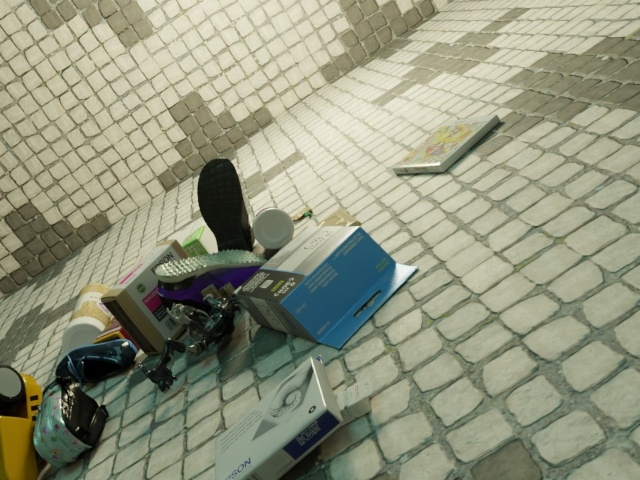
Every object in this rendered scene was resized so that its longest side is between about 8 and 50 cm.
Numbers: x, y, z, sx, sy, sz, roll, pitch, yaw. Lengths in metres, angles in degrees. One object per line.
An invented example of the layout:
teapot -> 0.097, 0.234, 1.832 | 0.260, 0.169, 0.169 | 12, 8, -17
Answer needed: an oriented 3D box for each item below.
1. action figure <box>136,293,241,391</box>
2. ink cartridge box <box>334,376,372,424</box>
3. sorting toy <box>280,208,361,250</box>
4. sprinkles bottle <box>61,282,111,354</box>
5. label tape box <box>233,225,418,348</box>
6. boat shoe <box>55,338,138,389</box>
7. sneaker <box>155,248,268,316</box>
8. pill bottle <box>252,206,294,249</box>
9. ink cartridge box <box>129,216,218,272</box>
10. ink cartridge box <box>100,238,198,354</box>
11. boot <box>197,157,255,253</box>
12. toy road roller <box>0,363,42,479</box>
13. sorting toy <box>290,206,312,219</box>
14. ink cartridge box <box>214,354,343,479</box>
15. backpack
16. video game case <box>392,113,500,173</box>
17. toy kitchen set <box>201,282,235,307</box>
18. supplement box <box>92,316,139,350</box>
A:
action figure -> -0.284, 0.195, 1.541 | 0.275, 0.141, 0.164 | -44, -4, -18
ink cartridge box -> 0.049, 0.249, 1.074 | 0.083, 0.028, 0.048 | -30, 21, 11
sorting toy -> 0.000, 0.000, 1.729 | 0.193, 0.038, 0.208 | -35, 15, -4
sprinkles bottle -> -0.695, 0.238, 2.114 | 0.121, 0.121, 0.355 | -34, 20, -1
label tape box -> 0.001, 0.080, 1.430 | 0.240, 0.106, 0.333 | -43, 21, -23
boat shoe -> -0.593, 0.319, 1.796 | 0.258, 0.109, 0.089 | -26, 24, 26
sneaker -> -0.267, 0.113, 1.758 | 0.293, 0.146, 0.102 | -9, 21, -26
pill bottle -> -0.129, -0.036, 1.874 | 0.108, 0.108, 0.193 | -35, 7, -3
ink cartridge box -> -0.437, 0.062, 2.134 | 0.272, 0.115, 0.198 | -30, 20, 11
ink cartridge box -> -0.405, 0.142, 1.783 | 0.088, 0.193, 0.235 | -12, 30, 47
boot -> -0.251, -0.090, 1.893 | 0.118, 0.338, 0.223 | -5, 26, 0
toy road roller -> -0.681, 0.451, 1.549 | 0.202, 0.240, 0.330 | -34, 55, 18
sorting toy -> -0.051, -0.074, 2.004 | 0.062, 0.012, 0.083 | -31, 16, -7
ink cartridge box -> -0.076, 0.287, 1.109 | 0.223, 0.045, 0.224 | -42, 18, 5
backpack -> -0.542, 0.398, 1.509 | 0.115, 0.152, 0.182 | -43, 28, 4
video game case -> 0.322, -0.247, 1.812 | 0.227, 0.026, 0.206 | -41, 21, -20
toy kitchen set -> -0.232, 0.145, 1.669 | 0.068, 0.083, 0.075 | -34, 20, 1
supplement box -> -0.516, 0.236, 1.903 | 0.104, 0.081, 0.188 | -22, 23, 30
